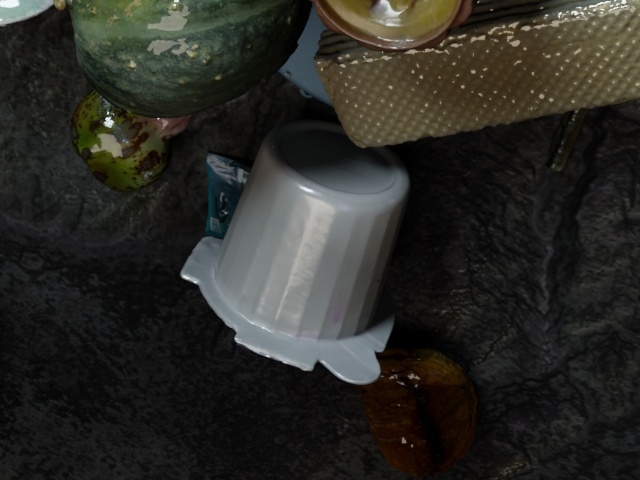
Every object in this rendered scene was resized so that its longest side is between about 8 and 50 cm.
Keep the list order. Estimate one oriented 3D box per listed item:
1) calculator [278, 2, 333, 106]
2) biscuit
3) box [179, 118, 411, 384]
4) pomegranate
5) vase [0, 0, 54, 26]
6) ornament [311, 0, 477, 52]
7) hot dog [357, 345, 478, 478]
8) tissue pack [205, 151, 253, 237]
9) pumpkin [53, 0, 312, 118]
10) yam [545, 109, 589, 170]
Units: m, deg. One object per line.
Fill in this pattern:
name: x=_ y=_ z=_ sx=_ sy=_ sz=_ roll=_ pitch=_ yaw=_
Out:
calculator: x=0.027 y=-0.228 z=1.672 sx=0.121 sy=0.039 sz=0.210 roll=32 pitch=134 yaw=-5
biscuit: x=0.209 y=-0.196 z=1.565 sx=0.426 sy=0.078 sz=0.144 roll=-8 pitch=133 yaw=21
box: x=0.000 y=0.000 z=1.737 sx=0.262 sy=0.291 sz=0.206 roll=-4 pitch=128 yaw=-30
pomegranate: x=-0.225 y=-0.131 z=1.810 sx=0.163 sy=0.125 sz=0.138 roll=-17 pitch=108 yaw=33
vase: x=-0.427 y=-0.426 z=1.571 sx=0.250 sy=0.250 sz=0.445 roll=-4 pitch=131 yaw=26
ornament: x=0.084 y=-0.307 z=1.451 sx=0.235 sy=0.217 sz=0.221 roll=23 pitch=135 yaw=1
hot dog: x=0.124 y=0.221 z=1.991 sx=0.160 sy=0.099 sz=0.227 roll=7 pitch=133 yaw=18
tissue pack: x=-0.108 y=-0.047 z=1.905 sx=0.085 sy=0.028 sz=0.138 roll=14 pitch=130 yaw=12
pumpkin: x=-0.148 y=-0.295 z=1.495 sx=0.257 sy=0.291 sz=0.328 roll=-20 pitch=108 yaw=-11
yam: x=0.282 y=-0.134 z=1.659 sx=0.027 sy=0.033 sz=0.129 roll=41 pitch=135 yaw=24
